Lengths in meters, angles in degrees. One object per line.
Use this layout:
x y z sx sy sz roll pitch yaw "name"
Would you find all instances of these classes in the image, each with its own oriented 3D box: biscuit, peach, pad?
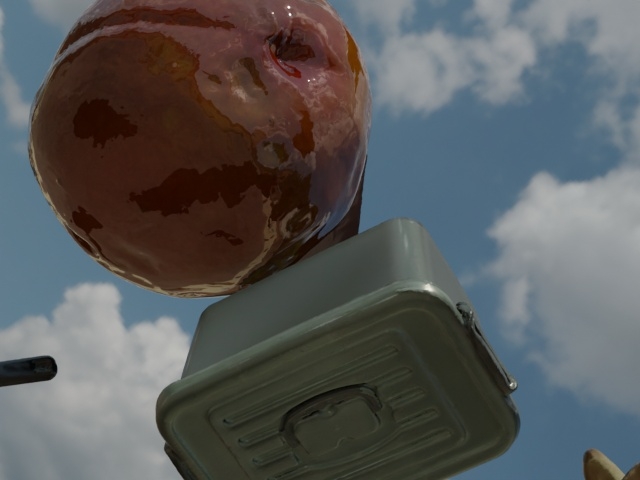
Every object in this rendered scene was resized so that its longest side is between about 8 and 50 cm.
0.438 0.379 1.860 0.208 0.047 0.164 156 -63 -69 "biscuit"
-0.107 -0.118 1.261 0.343 0.343 0.301 51 -35 4 "peach"
0.000 0.000 1.399 0.006 0.188 0.113 31 -37 -34 "pad"

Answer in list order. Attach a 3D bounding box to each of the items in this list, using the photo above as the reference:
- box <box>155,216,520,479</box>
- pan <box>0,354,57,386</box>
0.013 0.095 0.941 0.243 0.135 0.163 -26 -63 16 "box"
-0.387 0.143 1.323 0.028 0.235 0.136 111 -33 -60 "pan"
